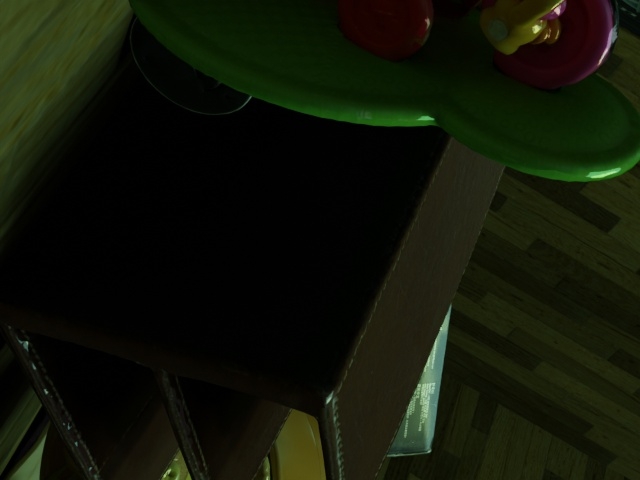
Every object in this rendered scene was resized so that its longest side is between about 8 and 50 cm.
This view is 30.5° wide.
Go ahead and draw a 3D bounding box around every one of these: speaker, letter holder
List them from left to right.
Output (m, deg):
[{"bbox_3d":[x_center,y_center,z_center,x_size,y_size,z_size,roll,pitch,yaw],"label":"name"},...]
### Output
[{"bbox_3d":[-0.026,-0.114,0.491,0.055,0.055,0.136,-55,-173,51],"label":"speaker"},{"bbox_3d":[0.000,0.000,0.605,0.214,0.152,0.302,81,28,-48],"label":"letter holder"}]

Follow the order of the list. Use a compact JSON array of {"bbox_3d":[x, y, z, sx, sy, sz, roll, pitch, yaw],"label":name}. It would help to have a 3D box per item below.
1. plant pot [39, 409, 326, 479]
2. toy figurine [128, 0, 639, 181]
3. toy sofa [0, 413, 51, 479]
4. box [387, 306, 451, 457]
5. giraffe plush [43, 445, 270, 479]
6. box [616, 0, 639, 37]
[{"bbox_3d":[-0.064,0.174,0.852,0.188,0.205,0.205,15,109,-57],"label":"plant pot"},{"bbox_3d":[0.038,-0.122,0.320,0.130,0.173,0.159,-39,153,-48],"label":"toy figurine"},{"bbox_3d":[-0.192,0.132,1.217,0.362,0.177,0.150,-61,-153,-4],"label":"toy sofa"},{"bbox_3d":[0.033,-0.023,1.212,0.318,0.097,0.395,-137,-131,-64],"label":"box"},{"bbox_3d":[-0.125,0.161,0.698,0.170,0.181,0.210,-52,-168,-2],"label":"giraffe plush"},{"bbox_3d":[0.180,-0.248,0.609,0.212,0.293,0.395,-60,-176,8],"label":"box"}]
